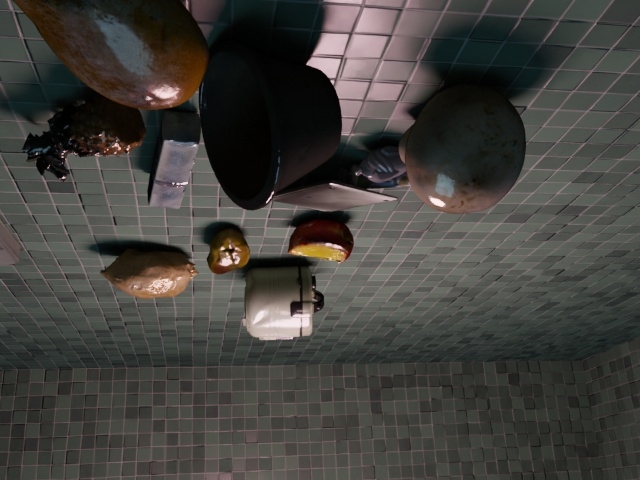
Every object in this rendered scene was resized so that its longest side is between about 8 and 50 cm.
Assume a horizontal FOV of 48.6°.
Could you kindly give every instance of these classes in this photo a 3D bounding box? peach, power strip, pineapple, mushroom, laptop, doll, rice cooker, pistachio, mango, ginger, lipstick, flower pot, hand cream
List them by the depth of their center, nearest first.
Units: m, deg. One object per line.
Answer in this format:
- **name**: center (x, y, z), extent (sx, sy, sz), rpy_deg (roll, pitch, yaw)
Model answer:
- **mango**: center (-0.288, -0.296, 0.953), extent (0.193, 0.146, 0.316), rpy_deg (-20, 139, 36)
- **flower pot**: center (-0.073, -0.196, 1.146), extent (0.166, 0.268, 0.269), rpy_deg (-18, 169, -31)
- **pineapple**: center (-0.429, -0.181, 1.253), extent (0.237, 0.119, 0.111), rpy_deg (-12, 144, 26)
- **mushroom**: center (0.240, -0.171, 1.294), extent (0.244, 0.243, 0.243), rpy_deg (-3, 159, -1)
- **lipstick**: center (-0.291, -0.154, 1.395), extent (0.077, 0.077, 0.289), rpy_deg (5, 156, -18)
- **doll**: center (0.155, -0.162, 1.450), extent (0.180, 0.079, 0.094), rpy_deg (-14, 145, -7)
- **hand cream**: center (0.167, -0.141, 1.541), extent (0.256, 0.055, 0.088), rpy_deg (-3, 167, -17)
- **laptop**: center (0.020, -0.095, 1.589), extent (0.188, 0.015, 0.269), rpy_deg (10, 170, -33)
- **power strip**: center (-0.863, -0.005, 1.728), extent (0.194, 0.059, 0.265), rpy_deg (-4, 159, -9)
- **peach**: center (0.002, -0.005, 1.807), extent (0.172, 0.092, 0.127), rpy_deg (2, 157, 21)
- **pistachio**: center (-0.241, 0.036, 1.865), extent (0.110, 0.100, 0.189), rpy_deg (6, 156, -13)
- **ginger**: center (-0.459, 0.089, 1.934), extent (0.267, 0.152, 0.138), rpy_deg (12, 125, -23)
- **rice cooker**: center (-0.111, 0.184, 2.111), extent (0.244, 0.225, 0.226), rpy_deg (-4, 159, -3)

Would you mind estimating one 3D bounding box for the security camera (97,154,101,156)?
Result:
- **security camera**: center (-0.387, -0.194, 1.315), extent (0.092, 0.058, 0.058), rpy_deg (-17, 155, 24)
